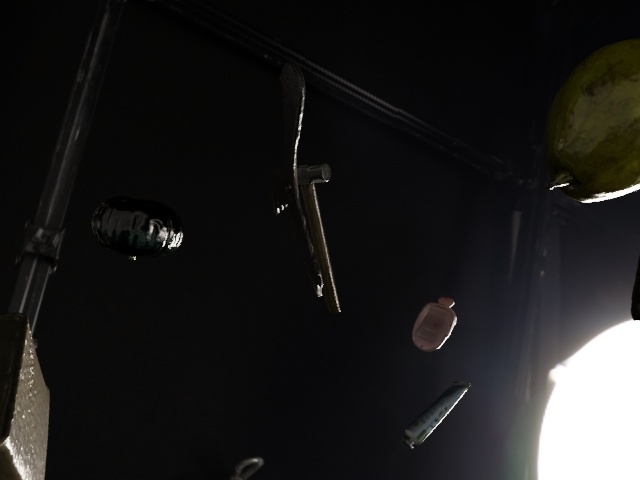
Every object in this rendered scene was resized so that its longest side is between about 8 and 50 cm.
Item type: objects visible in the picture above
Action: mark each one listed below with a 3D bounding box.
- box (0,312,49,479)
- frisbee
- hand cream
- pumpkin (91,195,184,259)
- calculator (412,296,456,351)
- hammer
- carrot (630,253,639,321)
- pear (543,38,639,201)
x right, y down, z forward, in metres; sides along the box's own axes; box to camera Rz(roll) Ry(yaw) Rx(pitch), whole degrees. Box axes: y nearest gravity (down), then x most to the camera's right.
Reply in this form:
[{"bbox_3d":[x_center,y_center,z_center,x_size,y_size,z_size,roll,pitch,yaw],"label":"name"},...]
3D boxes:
[{"bbox_3d":[-0.433,0.196,0.509,0.273,0.143,0.184,-6,-143,-18],"label":"box"},{"bbox_3d":[-0.023,-0.035,0.491,0.012,0.211,0.188,-9,-110,-15],"label":"frisbee"},{"bbox_3d":[0.327,0.490,1.474,0.256,0.088,0.055,-40,-91,-22],"label":"hand cream"},{"bbox_3d":[-0.404,-0.025,1.146,0.201,0.202,0.140,11,-90,-29],"label":"pumpkin"},{"bbox_3d":[0.312,0.225,1.408,0.166,0.103,0.024,-59,-38,-16],"label":"calculator"},{"bbox_3d":[0.000,0.000,1.220,0.043,0.111,0.366,-33,-65,-55],"label":"hammer"},{"bbox_3d":[0.448,0.028,0.653,0.082,0.082,0.173,10,-88,-29],"label":"carrot"},{"bbox_3d":[0.565,-0.216,0.989,0.375,0.287,0.287,-40,-79,-10],"label":"pear"}]
